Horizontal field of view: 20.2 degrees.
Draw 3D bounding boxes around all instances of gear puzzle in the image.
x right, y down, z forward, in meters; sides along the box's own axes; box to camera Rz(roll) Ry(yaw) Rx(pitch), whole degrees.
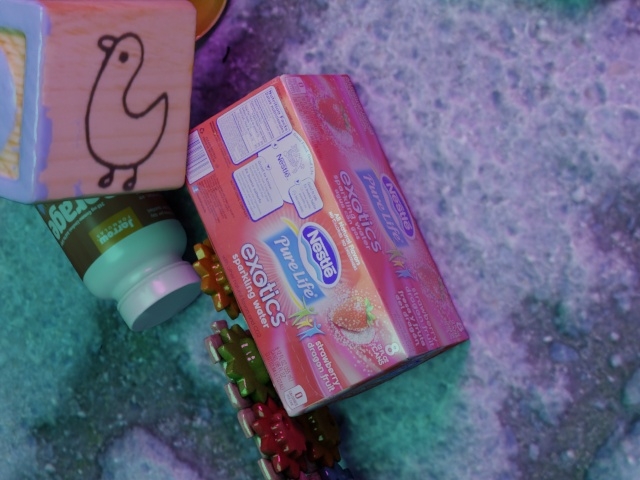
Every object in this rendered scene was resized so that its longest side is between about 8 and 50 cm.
[{"bbox_3d":[-0.036,0.146,1.782,0.044,0.175,0.339,-29,80,21],"label":"gear puzzle"}]

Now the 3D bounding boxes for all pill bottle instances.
[{"bbox_3d":[-0.218,-0.017,1.900,0.121,0.121,0.216,-42,74,26],"label":"pill bottle"}]

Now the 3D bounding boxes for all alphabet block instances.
[{"bbox_3d":[-0.256,-0.146,1.713,0.193,0.197,0.192,17,108,38],"label":"alphabet block"}]

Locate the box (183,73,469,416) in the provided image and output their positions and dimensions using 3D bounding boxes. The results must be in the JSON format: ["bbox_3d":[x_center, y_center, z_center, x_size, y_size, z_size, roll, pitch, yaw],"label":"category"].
[{"bbox_3d":[0.000,0.000,1.763,0.154,0.142,0.300,-30,80,29],"label":"box"}]

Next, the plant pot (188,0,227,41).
[{"bbox_3d":[-0.174,-0.274,1.858,0.134,0.134,0.095,-55,45,22],"label":"plant pot"}]
